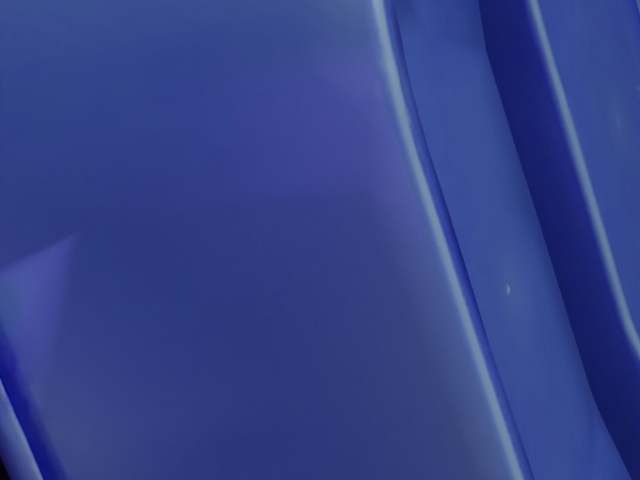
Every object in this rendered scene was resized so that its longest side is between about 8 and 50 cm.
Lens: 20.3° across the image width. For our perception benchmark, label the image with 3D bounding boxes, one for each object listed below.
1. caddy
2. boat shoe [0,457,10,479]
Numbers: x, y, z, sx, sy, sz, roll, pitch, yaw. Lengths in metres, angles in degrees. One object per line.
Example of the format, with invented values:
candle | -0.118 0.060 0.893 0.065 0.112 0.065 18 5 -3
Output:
caddy | 0.000 0.000 0.517 0.179 0.241 0.341 -10 110 29
boat shoe | -0.142 0.053 0.709 0.223 0.080 0.073 49 134 17
